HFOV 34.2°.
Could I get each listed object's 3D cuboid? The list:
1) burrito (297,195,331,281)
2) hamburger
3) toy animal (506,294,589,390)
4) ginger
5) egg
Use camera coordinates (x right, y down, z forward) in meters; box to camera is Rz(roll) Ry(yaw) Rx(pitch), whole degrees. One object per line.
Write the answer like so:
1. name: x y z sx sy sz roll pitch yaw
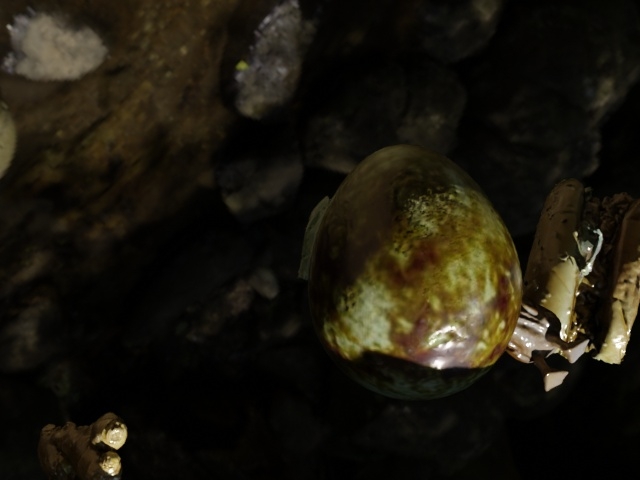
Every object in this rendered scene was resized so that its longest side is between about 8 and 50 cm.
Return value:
1. burrito: 0.000 0.001 1.331 0.074 0.044 0.118 -51 153 -81
2. hamburger: 0.437 0.045 1.713 0.318 0.195 0.277 -39 140 -73
3. toy animal: 0.262 0.107 1.398 0.089 0.179 0.188 -51 139 10
4. ginger: -0.275 0.252 1.173 0.052 0.176 0.193 -10 120 -41
5. egg: 0.104 0.036 1.155 0.238 0.238 0.289 -27 123 -46
